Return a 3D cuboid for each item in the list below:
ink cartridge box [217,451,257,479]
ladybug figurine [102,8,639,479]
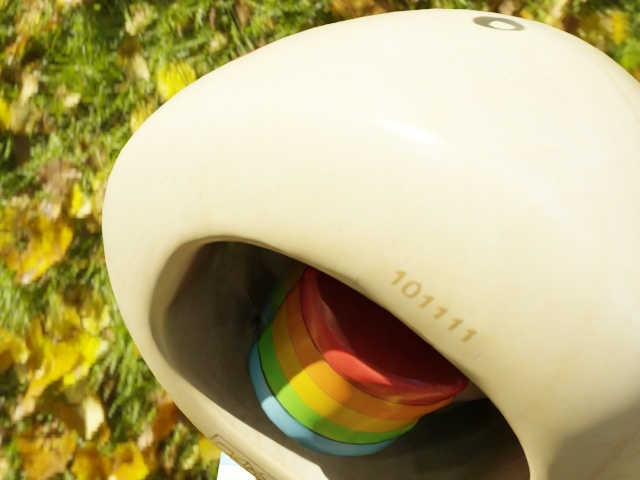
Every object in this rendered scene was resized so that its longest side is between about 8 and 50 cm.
[{"bbox_3d":[-0.084,0.302,1.469,0.052,0.122,0.088,0,163,21],"label":"ink cartridge box"},{"bbox_3d":[0.042,0.027,0.645,0.305,0.449,0.162,38,64,-3],"label":"ladybug figurine"}]
